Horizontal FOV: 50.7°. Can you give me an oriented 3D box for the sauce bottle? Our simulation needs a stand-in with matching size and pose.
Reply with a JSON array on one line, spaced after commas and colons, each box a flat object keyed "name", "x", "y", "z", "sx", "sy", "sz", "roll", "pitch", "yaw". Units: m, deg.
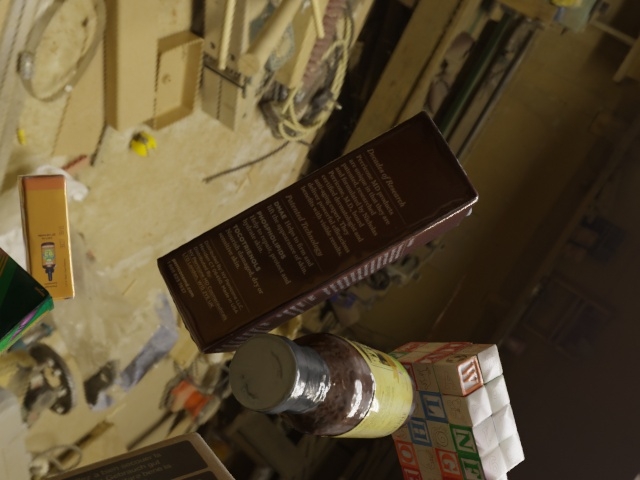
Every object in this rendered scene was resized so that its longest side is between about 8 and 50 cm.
[{"name": "sauce bottle", "x": 0.016, "y": 0.161, "z": 0.744, "sx": 0.111, "sy": 0.111, "sz": 0.344, "roll": -56, "pitch": 154, "yaw": -1}]

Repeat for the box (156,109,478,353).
[{"name": "box", "x": 0.000, "y": 0.000, "z": 0.889, "sx": 0.381, "sy": 0.143, "sz": 0.191, "roll": -28, "pitch": 171, "yaw": -1}]

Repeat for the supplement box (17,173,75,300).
[{"name": "supplement box", "x": -0.509, "y": -0.005, "z": 1.253, "sx": 0.078, "sy": 0.080, "sz": 0.233, "roll": -6, "pitch": 98, "yaw": -32}]

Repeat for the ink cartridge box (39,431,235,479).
[{"name": "ink cartridge box", "x": -0.140, "y": 0.237, "z": 0.346, "sx": 0.193, "sy": 0.088, "sz": 0.235, "roll": -7, "pitch": 120, "yaw": -37}]

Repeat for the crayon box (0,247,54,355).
[{"name": "crayon box", "x": -0.483, "y": 0.038, "z": 0.809, "sx": 0.165, "sy": 0.278, "sz": 0.081, "roll": -48, "pitch": -178, "yaw": -25}]

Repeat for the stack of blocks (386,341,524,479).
[{"name": "stack of blocks", "x": 0.198, "y": 0.303, "z": 0.985, "sx": 0.087, "sy": 0.297, "sz": 0.171, "roll": -17, "pitch": -175, "yaw": -37}]
